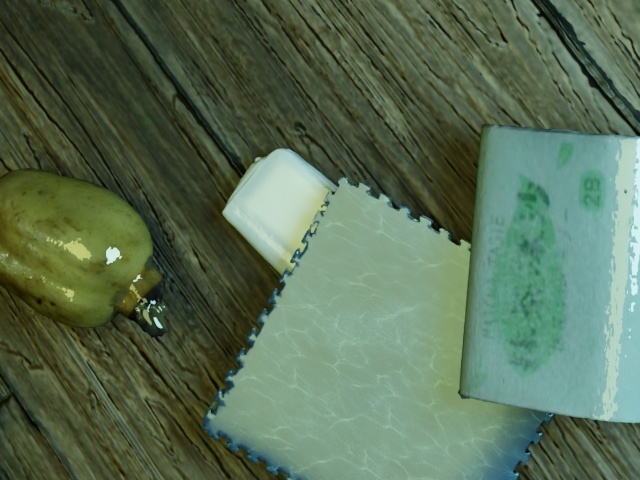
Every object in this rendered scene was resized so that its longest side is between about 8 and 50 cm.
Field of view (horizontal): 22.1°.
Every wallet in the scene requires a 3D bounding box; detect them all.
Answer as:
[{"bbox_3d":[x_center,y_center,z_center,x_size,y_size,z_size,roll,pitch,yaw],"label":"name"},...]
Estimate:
[{"bbox_3d":[0.000,0.000,1.459,0.190,0.033,0.095,45,100,15],"label":"wallet"}]

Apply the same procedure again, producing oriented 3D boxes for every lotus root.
[{"bbox_3d":[-0.219,0.013,1.490,0.221,0.118,0.125,26,128,15],"label":"lotus root"}]

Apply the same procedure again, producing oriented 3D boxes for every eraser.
[{"bbox_3d":[0.198,0.024,1.327,0.174,0.081,0.227,7,96,35],"label":"eraser"}]

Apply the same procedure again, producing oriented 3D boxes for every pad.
[{"bbox_3d":[0.067,0.118,1.420,0.269,0.012,0.269,29,97,8],"label":"pad"}]
